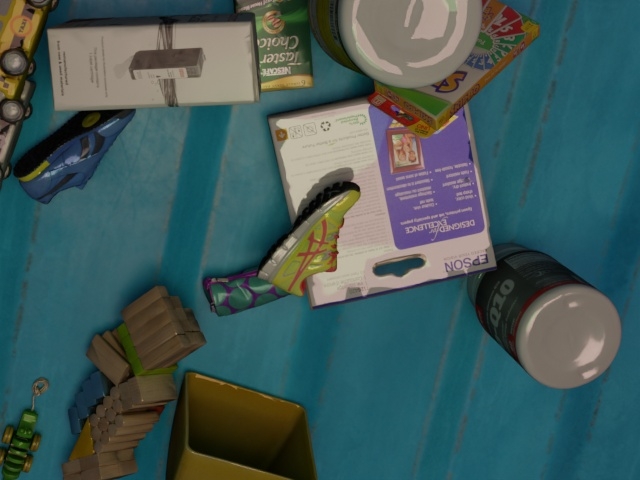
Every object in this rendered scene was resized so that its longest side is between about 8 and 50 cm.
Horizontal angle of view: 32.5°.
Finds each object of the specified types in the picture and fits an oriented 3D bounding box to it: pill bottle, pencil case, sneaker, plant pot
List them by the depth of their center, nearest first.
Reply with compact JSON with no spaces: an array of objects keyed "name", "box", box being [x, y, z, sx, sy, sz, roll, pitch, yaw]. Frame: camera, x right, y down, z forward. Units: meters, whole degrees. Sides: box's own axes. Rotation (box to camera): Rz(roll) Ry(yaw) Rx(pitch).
[{"name":"pill bottle","box":[0.086,-0.319,1.517,0.188,0.334,0.188,-3,105,-11]},{"name":"sneaker","box":[-0.349,-0.133,1.621,0.209,0.069,0.082,-37,129,0]},{"name":"sneaker","box":[0.000,0.000,1.639,0.094,0.081,0.208,39,111,-8]},{"name":"pill bottle","box":[0.334,0.106,1.705,0.161,0.283,0.161,-3,105,-11]},{"name":"pencil case","box":[-0.106,0.069,1.720,0.152,0.064,0.070,-18,131,-7]},{"name":"plant pot","box":[-0.146,0.363,1.726,0.212,0.212,0.187,20,113,-16]}]

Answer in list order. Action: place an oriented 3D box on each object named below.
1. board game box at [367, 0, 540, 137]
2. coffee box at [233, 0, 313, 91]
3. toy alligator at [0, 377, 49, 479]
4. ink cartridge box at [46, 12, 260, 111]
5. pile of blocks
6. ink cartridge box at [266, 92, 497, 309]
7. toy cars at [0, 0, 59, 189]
[{"name":"board game box","box":[0.196,-0.265,1.632,0.259,0.124,0.039,-44,151,-16]},{"name":"coffee box","box":[-0.071,-0.315,1.639,0.113,0.040,0.184,-5,105,-10]},{"name":"toy alligator","box":[-0.465,0.308,1.714,0.056,0.051,0.189,19,100,-16]},{"name":"ink cartridge box","box":[-0.221,-0.251,1.522,0.273,0.197,0.114,-2,105,-2]},{"name":"pile of blocks","box":[-0.293,0.230,1.717,0.113,0.149,0.362,7,120,-57]},{"name":"ink cartridge box","box":[0.097,-0.074,1.696,0.304,0.072,0.307,-12,105,0]},{"name":"toy cars","box":[-0.437,-0.216,1.490,0.087,0.176,0.393,20,135,-10]}]
